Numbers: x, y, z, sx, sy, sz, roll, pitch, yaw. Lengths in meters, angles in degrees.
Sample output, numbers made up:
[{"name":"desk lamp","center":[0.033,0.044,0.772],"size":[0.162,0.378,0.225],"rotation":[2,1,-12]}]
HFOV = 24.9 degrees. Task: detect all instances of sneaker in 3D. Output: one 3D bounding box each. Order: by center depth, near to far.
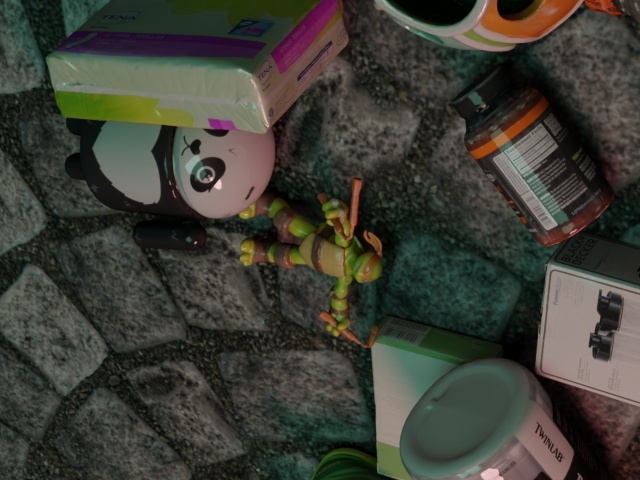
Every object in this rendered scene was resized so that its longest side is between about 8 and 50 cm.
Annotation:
[{"name":"sneaker","center":[0.115,0.382,1.996],"size":[0.295,0.123,0.109],"rotation":[13,125,25]}]

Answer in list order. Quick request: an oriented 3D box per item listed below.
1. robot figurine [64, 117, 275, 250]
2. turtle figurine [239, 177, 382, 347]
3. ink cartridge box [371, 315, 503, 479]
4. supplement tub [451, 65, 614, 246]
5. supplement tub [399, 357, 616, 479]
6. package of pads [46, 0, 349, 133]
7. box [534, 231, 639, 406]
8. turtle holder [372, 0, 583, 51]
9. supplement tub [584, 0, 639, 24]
[{"name":"robot figurine","center":[-0.193,-0.116,1.833],"size":[0.278,0.174,0.209],"rotation":[6,135,30]},{"name":"turtle figurine","center":[0.000,0.000,1.846],"size":[0.217,0.087,0.270],"rotation":[21,137,29]},{"name":"ink cartridge box","center":[0.155,0.226,1.915],"size":[0.171,0.056,0.235],"rotation":[13,127,26]},{"name":"supplement tub","center":[0.232,-0.098,1.620],"size":[0.106,0.106,0.198],"rotation":[-32,98,42]},{"name":"supplement tub","center":[0.254,0.310,1.786],"size":[0.193,0.194,0.316],"rotation":[-16,127,39]},{"name":"package of pads","center":[-0.139,-0.229,1.689],"size":[0.296,0.229,0.101],"rotation":[8,130,28]},{"name":"box","center":[0.400,0.109,1.659],"size":[0.290,0.087,0.169],"rotation":[15,126,24]},{"name":"turtle holder","center":[0.127,-0.329,1.452],"size":[0.320,0.227,0.243],"rotation":[47,133,-2]},{"name":"supplement tub","center":[0.418,-0.275,1.314],"size":[0.338,0.207,0.207],"rotation":[10,124,27]}]
